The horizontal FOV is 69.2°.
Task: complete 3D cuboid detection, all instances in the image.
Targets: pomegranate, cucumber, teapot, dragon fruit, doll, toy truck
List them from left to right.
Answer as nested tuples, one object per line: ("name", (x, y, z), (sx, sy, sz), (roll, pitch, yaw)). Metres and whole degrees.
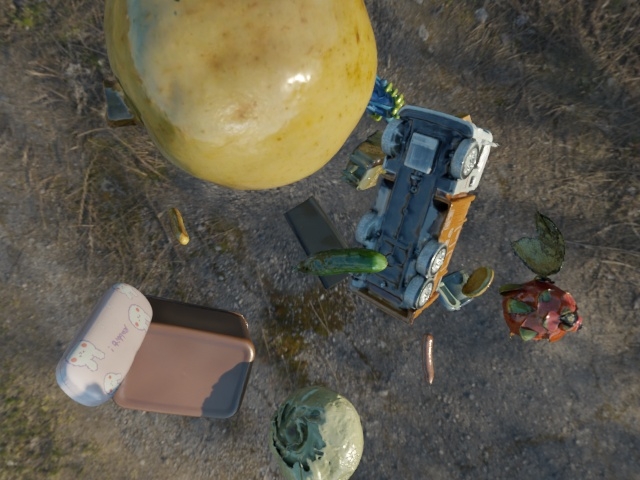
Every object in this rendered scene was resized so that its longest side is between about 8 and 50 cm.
("pomegranate", (-0.073, -0.201, 0.498), (0.307, 0.307, 0.308), (0, 98, -1))
("cucumber", (0.020, 0.027, 0.626), (0.155, 0.037, 0.037), (-7, 100, 38))
("doll", (0.132, -0.484, 1.518), (0.341, 0.346, 0.099), (38, 91, -36))
("toy truck", (0.201, -0.054, 0.912), (0.173, 0.206, 0.388), (28, 115, 31))
("teapot", (0.415, 0.153, 1.421), (0.111, 0.149, 0.108), (-33, 74, 16))
("dragon fruit", (0.715, 0.226, 1.517), (0.227, 0.224, 0.224), (-28, 100, 43))

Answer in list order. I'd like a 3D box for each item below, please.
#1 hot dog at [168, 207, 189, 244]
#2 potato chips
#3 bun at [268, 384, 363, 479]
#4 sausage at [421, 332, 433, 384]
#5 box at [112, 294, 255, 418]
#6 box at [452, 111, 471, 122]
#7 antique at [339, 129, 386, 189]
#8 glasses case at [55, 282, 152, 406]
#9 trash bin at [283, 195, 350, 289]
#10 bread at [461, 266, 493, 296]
("hot dog", (-0.509, -0.047, 1.655), (0.047, 0.216, 0.066), (-34, 131, -3))
("potato chips", (0.722, 0.012, 1.534), (0.029, 0.202, 0.220), (-18, 133, -20))
("bun", (-0.023, 0.486, 1.140), (0.259, 0.259, 0.152), (-48, 140, 5))
("sausage", (0.381, 0.417, 1.646), (0.040, 0.047, 0.177), (-1, 90, -30))
("box", (-0.360, 0.309, 1.234), (0.339, 0.229, 0.240), (14, 92, -19))
("box", (0.455, -0.353, 1.727), (0.237, 0.070, 0.152), (-26, 117, 3))
("antique", (0.169, -0.251, 1.487), (0.150, 0.284, 0.125), (36, 125, 14))
("glasses case", (-0.420, 0.195, 0.927), (0.075, 0.297, 0.113), (-33, 115, 17))
("trash bin", (0.000, 0.000, 1.257), (0.115, 0.165, 0.226), (-33, 93, 4))
("bread", (0.454, 0.119, 1.341), (0.024, 0.110, 0.110), (37, 96, -13))
